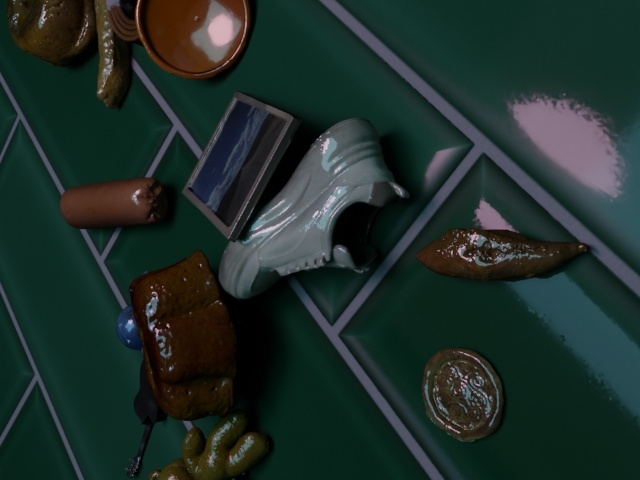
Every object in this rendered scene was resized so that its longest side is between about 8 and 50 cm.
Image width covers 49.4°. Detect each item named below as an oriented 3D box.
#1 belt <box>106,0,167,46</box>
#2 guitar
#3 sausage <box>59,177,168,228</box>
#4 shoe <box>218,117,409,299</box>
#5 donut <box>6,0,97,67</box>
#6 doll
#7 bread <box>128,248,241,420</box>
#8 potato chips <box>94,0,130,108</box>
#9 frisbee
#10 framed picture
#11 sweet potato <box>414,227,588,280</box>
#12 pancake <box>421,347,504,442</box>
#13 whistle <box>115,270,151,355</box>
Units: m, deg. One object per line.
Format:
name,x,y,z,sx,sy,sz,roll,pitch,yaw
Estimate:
belt,-0.290,-0.464,1.211,0.184,0.105,0.262,-5,86,38
guitar,-0.303,0.312,1.211,0.088,0.025,0.234,29,105,37
sausage,-0.382,-0.065,1.271,0.288,0.086,0.086,-2,86,40
shoe,0.000,0.000,0.918,0.159,0.124,0.316,49,118,23
donut,-0.548,-0.486,1.418,0.208,0.128,0.262,-23,71,38
doll,-0.161,0.345,1.062,0.209,0.097,0.137,-43,92,13
bread,-0.199,0.148,1.046,0.232,0.135,0.247,158,97,-69
potato chips,-0.414,-0.459,1.344,0.080,0.057,0.407,-18,75,33
frisbee,-0.202,-0.358,1.121,0.191,0.035,0.192,2,103,7
framed picture,-0.120,-0.116,1.007,0.189,0.023,0.260,-61,30,5
sweet potato,0.195,0.015,0.784,0.205,0.060,0.068,0,125,31
pancake,0.167,0.183,0.825,0.114,0.011,0.115,-4,84,42
whistle,-0.313,0.130,1.196,0.090,0.090,0.158,-39,64,32
